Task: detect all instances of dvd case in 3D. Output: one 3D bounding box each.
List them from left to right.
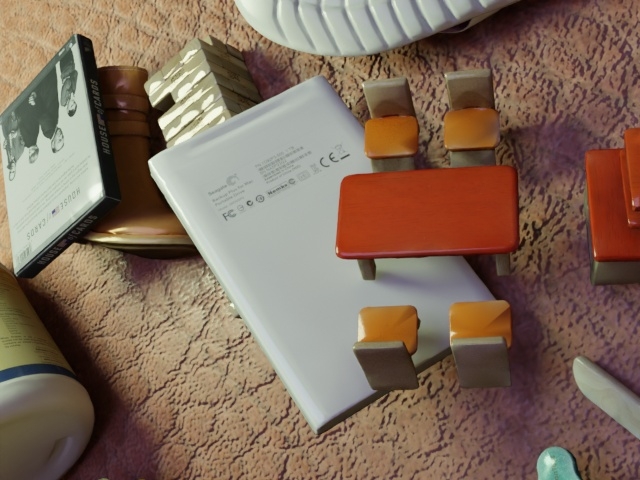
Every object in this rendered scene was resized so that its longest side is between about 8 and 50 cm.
[{"bbox_3d":[-0.312,-0.099,1.040,0.179,0.030,0.238,-35,57,30],"label":"dvd case"}]

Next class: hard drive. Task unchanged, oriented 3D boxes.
[{"bbox_3d":[0.000,0.000,0.839,0.203,0.040,0.307,-29,69,-16],"label":"hard drive"}]

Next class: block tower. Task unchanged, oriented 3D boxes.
[{"bbox_3d":[-0.088,-0.066,0.960,0.097,0.091,0.335,-37,64,23],"label":"block tower"}]

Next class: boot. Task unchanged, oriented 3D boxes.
[{"bbox_3d":[-0.225,-0.096,1.060,0.283,0.109,0.220,9,83,41],"label":"boot"}]

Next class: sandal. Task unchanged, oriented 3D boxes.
[{"bbox_3d":[0.112,-0.274,0.871,0.416,0.102,0.169,-6,93,19],"label":"sandal"}]

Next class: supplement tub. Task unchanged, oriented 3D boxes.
[{"bbox_3d":[-0.438,0.152,1.065,0.228,0.228,0.316,-52,59,15],"label":"supplement tub"}]

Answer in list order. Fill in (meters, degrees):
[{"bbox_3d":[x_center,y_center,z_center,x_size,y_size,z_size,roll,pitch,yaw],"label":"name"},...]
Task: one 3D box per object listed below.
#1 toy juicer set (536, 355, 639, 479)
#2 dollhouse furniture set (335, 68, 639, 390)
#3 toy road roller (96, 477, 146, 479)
[{"bbox_3d":[0.228,0.264,0.669,0.209,0.089,0.329,12,84,46],"label":"toy juicer set"},{"bbox_3d":[0.140,-0.025,0.728,0.259,0.135,0.262,-3,62,13],"label":"dollhouse furniture set"},{"bbox_3d":[-0.205,0.423,0.882,0.329,0.203,0.240,32,131,48],"label":"toy road roller"}]
